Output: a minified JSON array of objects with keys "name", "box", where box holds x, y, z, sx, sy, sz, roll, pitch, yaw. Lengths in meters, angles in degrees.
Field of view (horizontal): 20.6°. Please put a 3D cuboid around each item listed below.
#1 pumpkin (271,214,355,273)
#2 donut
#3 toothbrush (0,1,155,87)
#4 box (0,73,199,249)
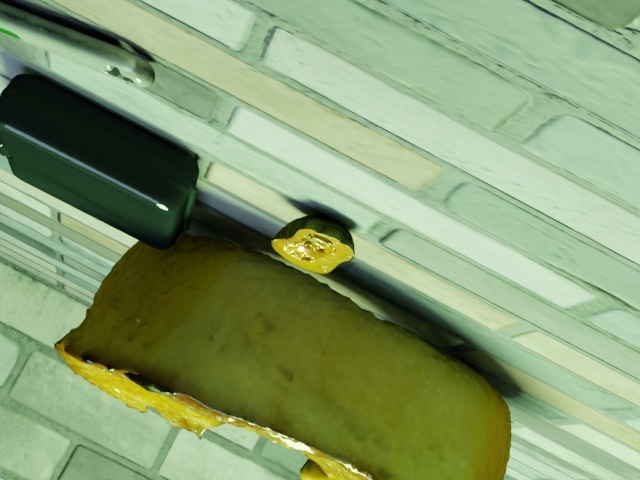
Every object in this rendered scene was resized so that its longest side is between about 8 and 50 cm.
[{"name":"pumpkin","box":[0.000,-0.001,1.270,0.050,0.028,0.083,33,160,-21]},{"name":"donut","box":[-0.010,0.130,1.565,0.435,0.163,0.377,28,169,-6]},{"name":"toothbrush","box":[-0.284,-0.164,1.145,0.418,0.040,0.042,23,167,23]},{"name":"box","box":[-0.172,-0.056,1.374,0.160,0.050,0.230,27,170,-2]}]
